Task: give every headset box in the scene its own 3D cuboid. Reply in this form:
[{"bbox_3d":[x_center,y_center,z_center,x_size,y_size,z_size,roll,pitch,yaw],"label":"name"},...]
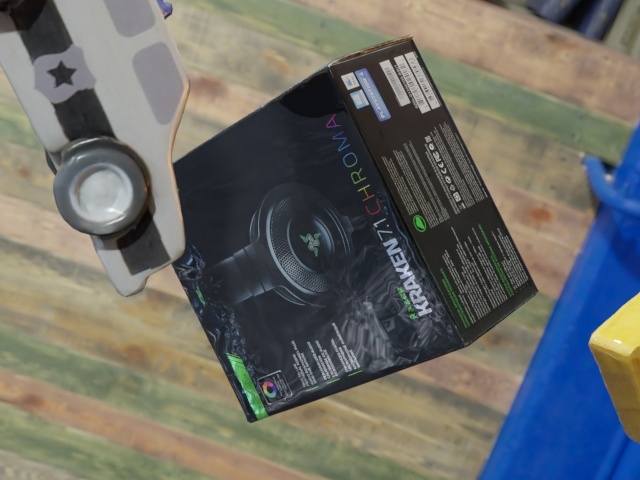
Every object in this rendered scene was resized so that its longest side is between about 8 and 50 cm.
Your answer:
[{"bbox_3d":[0.000,0.000,1.030,0.131,0.283,0.246,-27,91,-48],"label":"headset box"}]

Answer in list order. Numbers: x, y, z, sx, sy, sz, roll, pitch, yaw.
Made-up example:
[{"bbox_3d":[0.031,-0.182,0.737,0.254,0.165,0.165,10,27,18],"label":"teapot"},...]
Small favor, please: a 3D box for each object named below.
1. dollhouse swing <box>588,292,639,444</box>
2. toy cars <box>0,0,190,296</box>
[{"bbox_3d":[0.377,0.171,0.686,0.315,0.305,0.347,-31,39,-34],"label":"dollhouse swing"},{"bbox_3d":[-0.135,-0.166,0.502,0.394,0.087,0.176,61,-7,20],"label":"toy cars"}]
